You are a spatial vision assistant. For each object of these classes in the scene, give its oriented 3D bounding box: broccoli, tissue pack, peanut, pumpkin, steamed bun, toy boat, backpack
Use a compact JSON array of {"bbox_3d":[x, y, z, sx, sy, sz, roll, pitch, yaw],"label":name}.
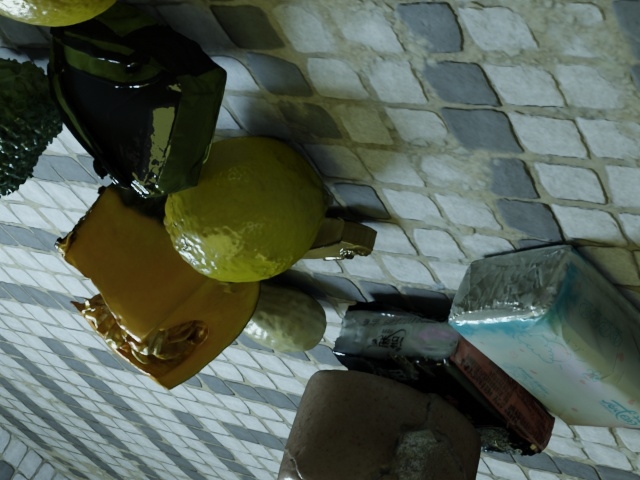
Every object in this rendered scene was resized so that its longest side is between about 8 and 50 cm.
[{"bbox_3d":[-0.502,-0.231,1.644,0.397,0.275,0.353,50,152,14],"label":"broccoli"},{"bbox_3d":[0.198,0.217,1.927,0.245,0.123,0.332,0,146,39],"label":"tissue pack"},{"bbox_3d":[-0.117,0.098,2.028,0.274,0.111,0.125,28,165,8],"label":"peanut"},{"bbox_3d":[-0.231,0.056,1.845,0.225,0.256,0.303,48,163,21],"label":"pumpkin"},{"bbox_3d":[0.103,0.328,1.824,0.301,0.251,0.199,27,146,-12],"label":"steamed bun"},{"bbox_3d":[0.324,0.132,1.634,0.271,0.124,0.201,39,156,-25],"label":"tissue pack"},{"bbox_3d":[0.000,0.000,1.781,0.072,0.064,0.206,24,164,-38],"label":"toy boat"},{"bbox_3d":[-0.239,-0.181,1.521,0.253,0.140,0.207,37,127,24],"label":"backpack"}]

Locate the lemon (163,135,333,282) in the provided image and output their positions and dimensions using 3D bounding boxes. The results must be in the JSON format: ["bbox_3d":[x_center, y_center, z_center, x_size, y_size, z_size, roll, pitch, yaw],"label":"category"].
[{"bbox_3d":[-0.098,-0.041,1.631,0.231,0.192,0.192,-8,145,10],"label":"lemon"}]

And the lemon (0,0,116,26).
[{"bbox_3d":[-0.297,-0.320,1.330,0.187,0.187,0.244,9,180,35],"label":"lemon"}]
